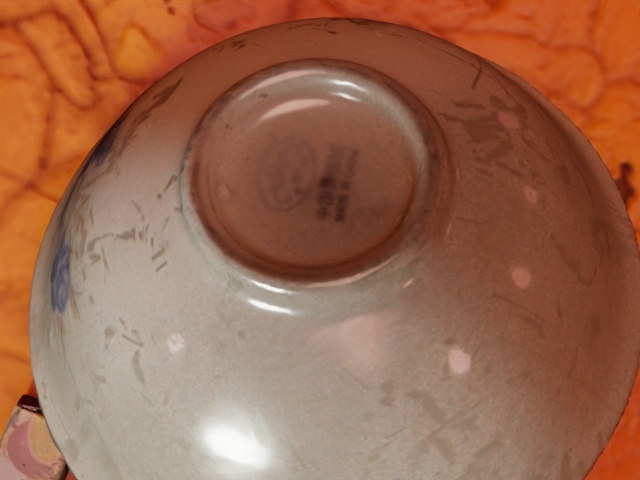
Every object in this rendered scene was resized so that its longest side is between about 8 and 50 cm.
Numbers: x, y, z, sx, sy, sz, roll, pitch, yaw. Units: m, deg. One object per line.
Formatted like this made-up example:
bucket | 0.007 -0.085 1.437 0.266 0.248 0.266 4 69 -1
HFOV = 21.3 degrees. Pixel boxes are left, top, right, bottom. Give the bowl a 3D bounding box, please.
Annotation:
bowl | 0.000 0.000 0.795 0.313 0.146 0.313 -2 65 5

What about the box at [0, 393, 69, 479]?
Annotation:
box | -0.177 0.182 0.887 0.041 0.050 0.207 23 88 -7
